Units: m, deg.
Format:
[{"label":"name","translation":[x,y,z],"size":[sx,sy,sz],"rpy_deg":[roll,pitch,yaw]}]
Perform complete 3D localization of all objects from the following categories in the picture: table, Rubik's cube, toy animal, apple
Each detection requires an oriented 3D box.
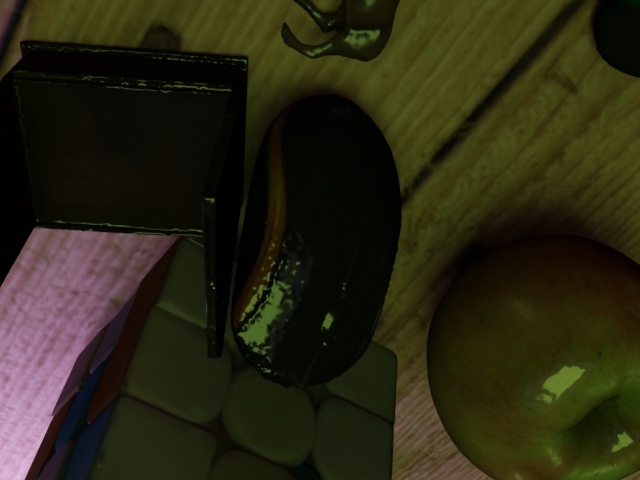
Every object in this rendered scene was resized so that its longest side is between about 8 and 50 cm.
[{"label":"table","translation":[-0.207,-0.052,0.710],"size":[0.250,0.282,0.196],"rpy_deg":[5,125,-3]},{"label":"Rubik's cube","translation":[-0.142,0.272,0.863],"size":[0.346,0.347,0.344],"rpy_deg":[33,131,-19]},{"label":"toy animal","translation":[0.064,-0.275,0.688],"size":[0.185,0.094,0.214],"rpy_deg":[10,131,-2]},{"label":"apple","translation":[0.280,0.141,0.859],"size":[0.318,0.277,0.319],"rpy_deg":[-6,124,-9]}]

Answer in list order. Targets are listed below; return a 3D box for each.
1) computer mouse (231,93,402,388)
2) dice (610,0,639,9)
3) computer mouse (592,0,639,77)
[{"label":"computer mouse","translation":[0.003,-0.001,0.758],"size":[0.182,0.116,0.324],"rpy_deg":[13,83,-36]},{"label":"dice","translation":[0.296,-0.300,0.639],"size":[0.128,0.131,0.120],"rpy_deg":[-34,119,20]},{"label":"computer mouse","translation":[0.424,-0.232,0.716],"size":[0.269,0.086,0.138],"rpy_deg":[-11,124,6]}]
